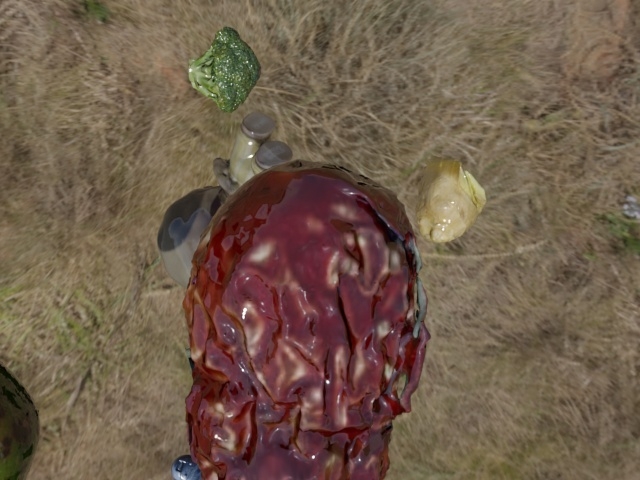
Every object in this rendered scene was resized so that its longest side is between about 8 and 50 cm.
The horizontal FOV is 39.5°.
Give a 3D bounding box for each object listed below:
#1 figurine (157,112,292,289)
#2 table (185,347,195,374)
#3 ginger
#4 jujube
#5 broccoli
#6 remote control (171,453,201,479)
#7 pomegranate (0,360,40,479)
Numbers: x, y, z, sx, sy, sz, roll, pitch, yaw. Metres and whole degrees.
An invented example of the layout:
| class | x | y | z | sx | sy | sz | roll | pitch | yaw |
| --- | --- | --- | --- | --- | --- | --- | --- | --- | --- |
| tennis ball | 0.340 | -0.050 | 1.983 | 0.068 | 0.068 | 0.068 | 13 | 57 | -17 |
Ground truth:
| class | x | y | z | sx | sy | sz | roll | pitch | yaw |
| --- | --- | --- | --- | --- | --- | --- | --- | --- | --- |
| figurine | -0.156 | -0.036 | 1.570 | 0.248 | 0.203 | 0.381 | 39 | 126 | 14 |
| table | -0.190 | 0.231 | 1.775 | 0.146 | 0.175 | 0.063 | -15 | 120 | -10 |
| ginger | 0.196 | -0.059 | 1.497 | 0.115 | 0.193 | 0.123 | 41 | 85 | -13 |
| jujube | -0.013 | 0.049 | 0.374 | 0.104 | 0.104 | 0.166 | 11 | 94 | -7 |
| broccoli | -0.181 | -0.321 | 1.718 | 0.137 | 0.146 | 0.162 | 3 | 143 | 10 |
| remote control | -0.121 | 0.319 | 1.144 | 0.152 | 0.027 | 0.044 | 27 | 64 | -9 |
| pomegranate | -0.371 | 0.180 | 0.880 | 0.202 | 0.248 | 0.202 | -5 | 119 | -9 |
